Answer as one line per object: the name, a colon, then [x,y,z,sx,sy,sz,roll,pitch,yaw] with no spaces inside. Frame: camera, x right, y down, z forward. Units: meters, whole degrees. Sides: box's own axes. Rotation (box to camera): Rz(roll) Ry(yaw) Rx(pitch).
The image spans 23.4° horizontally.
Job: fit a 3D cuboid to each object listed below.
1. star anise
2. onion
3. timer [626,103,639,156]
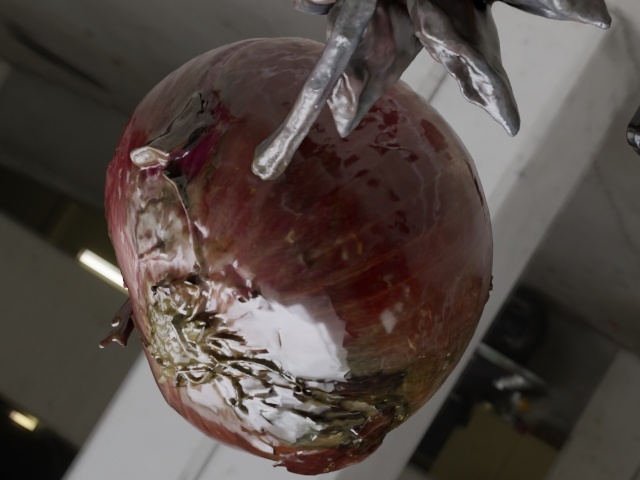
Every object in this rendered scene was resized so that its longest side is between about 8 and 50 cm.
star anise: [0.041,-0.136,0.754,0.209,0.231,0.089,9,170,29]
onion: [-0.030,0.010,1.245,0.353,0.354,0.353,31,174,4]
timer: [0.388,-0.137,1.496,0.144,0.187,0.055,36,174,-35]
